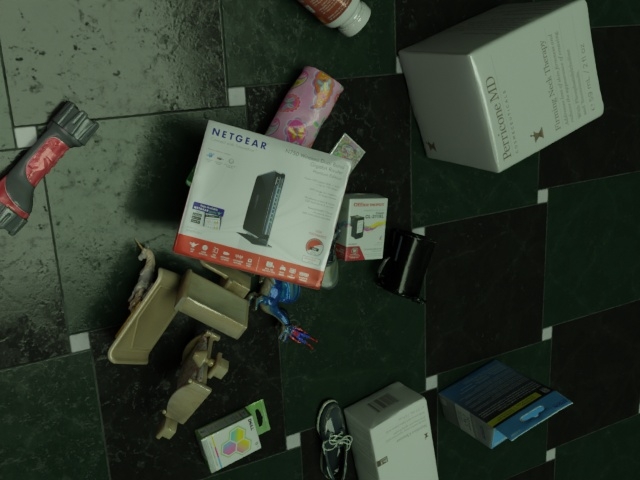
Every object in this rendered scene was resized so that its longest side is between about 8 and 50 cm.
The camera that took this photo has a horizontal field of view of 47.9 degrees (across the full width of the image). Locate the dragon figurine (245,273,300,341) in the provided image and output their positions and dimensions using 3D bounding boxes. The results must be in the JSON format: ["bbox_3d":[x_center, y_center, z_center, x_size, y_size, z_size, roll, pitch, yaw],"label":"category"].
[{"bbox_3d":[-0.110,0.120,1.907,0.143,0.085,0.290,8,95,-31],"label":"dragon figurine"}]

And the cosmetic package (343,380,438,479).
[{"bbox_3d":[0.224,0.656,2.194,0.217,0.156,0.385,-23,112,-24],"label":"cosmetic package"}]

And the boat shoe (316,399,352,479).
[{"bbox_3d":[0.040,0.595,2.120,0.095,0.079,0.255,-4,105,-28],"label":"boat shoe"}]

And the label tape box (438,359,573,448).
[{"bbox_3d":[0.573,0.525,2.240,0.249,0.347,0.115,-25,114,-21],"label":"label tape box"}]

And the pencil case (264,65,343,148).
[{"bbox_3d":[-0.055,-0.295,1.816,0.124,0.124,0.284,28,89,-32],"label":"pencil case"}]

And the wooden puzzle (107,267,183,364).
[{"bbox_3d":[-0.406,0.181,1.718,0.044,0.221,0.239,28,85,12],"label":"wooden puzzle"}]

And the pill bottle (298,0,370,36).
[{"bbox_3d":[0.019,-0.604,1.769,0.216,0.121,0.121,35,85,-31],"label":"pill bottle"}]

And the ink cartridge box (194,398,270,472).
[{"bbox_3d":[-0.227,0.531,1.965,0.209,0.062,0.109,-21,112,-23],"label":"ink cartridge box"}]

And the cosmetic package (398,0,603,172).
[{"bbox_3d":[0.488,-0.427,1.957,0.393,0.327,0.330,-29,115,-18],"label":"cosmetic package"}]

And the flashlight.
[{"bbox_3d":[-0.601,-0.155,1.553,0.304,0.103,0.103,-50,119,-8],"label":"flashlight"}]

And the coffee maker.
[{"bbox_3d":[0.261,0.070,2.052,0.120,0.171,0.178,3,106,-57],"label":"coffee maker"}]

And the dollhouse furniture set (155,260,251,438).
[{"bbox_3d":[-0.343,0.249,1.775,0.173,0.303,0.356,31,117,-19],"label":"dollhouse furniture set"}]

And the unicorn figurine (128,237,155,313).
[{"bbox_3d":[-0.424,0.092,1.722,0.060,0.162,0.111,8,128,-25],"label":"unicorn figurine"}]

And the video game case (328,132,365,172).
[{"bbox_3d":[0.059,-0.218,1.957,0.087,0.011,0.122,39,83,-31],"label":"video game case"}]

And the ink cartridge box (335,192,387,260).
[{"bbox_3d":[0.110,-0.039,1.996,0.127,0.072,0.175,-3,105,-28],"label":"ink cartridge box"}]

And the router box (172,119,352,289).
[{"bbox_3d":[-0.129,-0.076,1.609,0.335,0.082,0.301,14,88,-8],"label":"router box"}]

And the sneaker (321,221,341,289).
[{"bbox_3d":[0.000,0.000,1.917,0.111,0.121,0.300,-21,112,-23],"label":"sneaker"}]

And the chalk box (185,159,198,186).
[{"bbox_3d":[-0.180,-0.101,1.731,0.288,0.179,0.180,31,87,-8],"label":"chalk box"}]

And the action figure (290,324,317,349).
[{"bbox_3d":[-0.058,0.266,2.011,0.115,0.030,0.038,34,91,-29],"label":"action figure"}]
